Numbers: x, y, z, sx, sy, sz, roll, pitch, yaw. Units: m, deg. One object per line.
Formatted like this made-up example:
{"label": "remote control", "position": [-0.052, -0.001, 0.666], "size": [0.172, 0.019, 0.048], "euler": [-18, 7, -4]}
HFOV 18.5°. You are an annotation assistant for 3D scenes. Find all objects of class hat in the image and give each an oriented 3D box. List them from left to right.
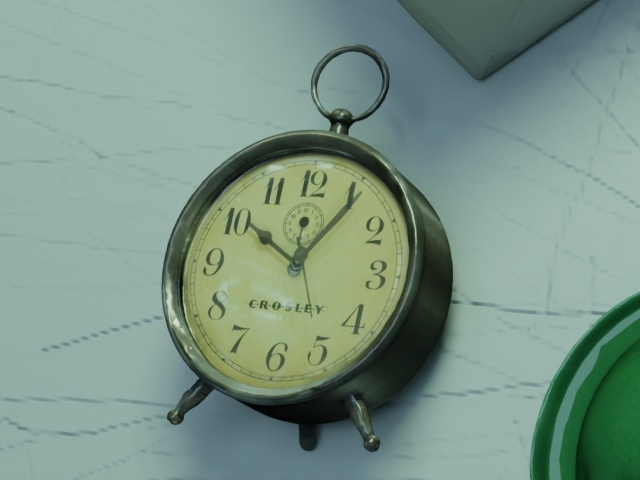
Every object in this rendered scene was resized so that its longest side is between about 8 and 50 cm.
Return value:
{"label": "hat", "position": [0.146, 0.080, 0.742], "size": [0.208, 0.183, 0.173], "euler": [40, 93, 30]}

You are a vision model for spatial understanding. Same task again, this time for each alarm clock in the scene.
{"label": "alarm clock", "position": [0.000, 0.000, 0.909], "size": [0.129, 0.064, 0.192], "euler": [6, 78, 27]}

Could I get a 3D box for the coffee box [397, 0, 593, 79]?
{"label": "coffee box", "position": [0.055, -0.250, 0.937], "size": [0.168, 0.119, 0.297], "euler": [-35, 61, 11]}
